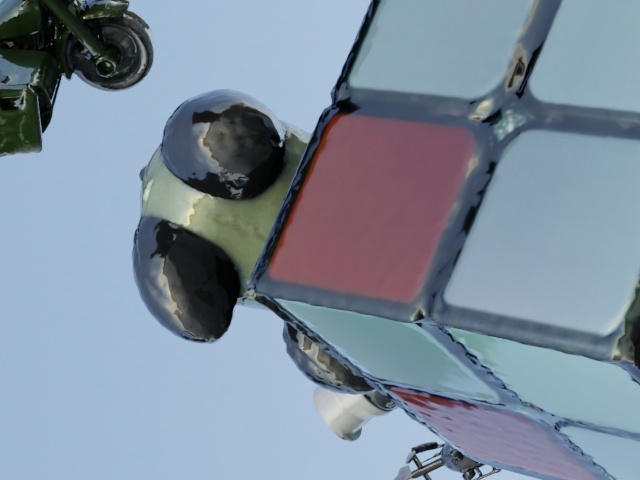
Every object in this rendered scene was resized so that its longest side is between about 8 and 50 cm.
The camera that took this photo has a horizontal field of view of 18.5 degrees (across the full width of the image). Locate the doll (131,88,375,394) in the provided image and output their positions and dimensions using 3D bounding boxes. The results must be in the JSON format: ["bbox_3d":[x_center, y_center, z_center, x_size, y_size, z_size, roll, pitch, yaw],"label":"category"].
[{"bbox_3d":[-0.001,-0.002,1.156,0.135,0.234,0.144,-66,-4,-76],"label":"doll"}]

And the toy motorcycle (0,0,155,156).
[{"bbox_3d":[-0.278,-0.130,1.576,0.205,0.275,0.127,-87,-15,-57],"label":"toy motorcycle"}]

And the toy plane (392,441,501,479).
[{"bbox_3d":[0.102,0.155,1.432,0.031,0.120,0.049,58,-159,-13],"label":"toy plane"}]

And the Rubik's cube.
[{"bbox_3d":[0.111,-0.004,0.759,0.183,0.180,0.167,42,-115,-47],"label":"Rubik's cube"}]

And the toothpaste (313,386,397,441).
[{"bbox_3d":[0.075,0.059,1.271,0.045,0.193,0.071,45,-156,-9],"label":"toothpaste"}]
